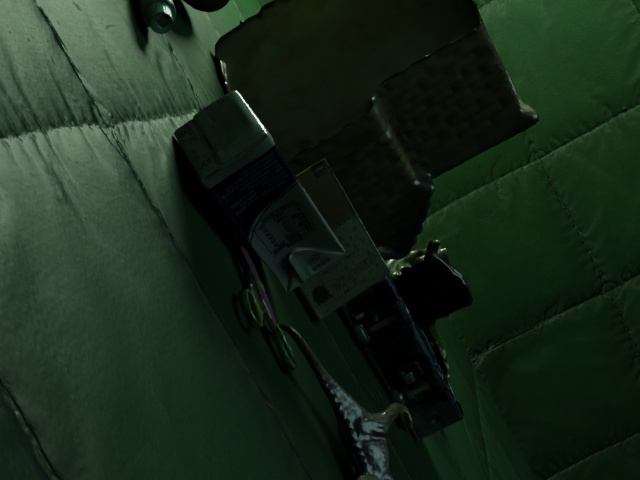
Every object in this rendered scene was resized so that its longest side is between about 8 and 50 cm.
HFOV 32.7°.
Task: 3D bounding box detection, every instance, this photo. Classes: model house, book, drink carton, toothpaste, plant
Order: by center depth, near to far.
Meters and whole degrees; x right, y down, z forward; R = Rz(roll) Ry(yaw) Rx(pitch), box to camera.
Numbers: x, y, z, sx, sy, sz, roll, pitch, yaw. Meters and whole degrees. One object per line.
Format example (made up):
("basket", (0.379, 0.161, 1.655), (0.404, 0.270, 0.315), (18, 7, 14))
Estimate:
("drink carton", (-0.072, -0.059, 1.366), (0.222, 0.102, 0.134), (54, -1, -38))
("book", (0.000, 0.000, 1.574), (0.198, 0.138, 0.016), (60, -19, -9))
("toothpaste", (-0.249, -0.374, 1.588), (0.074, 0.048, 0.297), (56, 7, -36))
("model house", (0.112, -0.228, 1.904), (0.400, 0.445, 0.395), (51, 12, -44))
("plant", (0.191, 0.166, 2.255), (0.251, 0.180, 0.333), (-48, 133, -53))

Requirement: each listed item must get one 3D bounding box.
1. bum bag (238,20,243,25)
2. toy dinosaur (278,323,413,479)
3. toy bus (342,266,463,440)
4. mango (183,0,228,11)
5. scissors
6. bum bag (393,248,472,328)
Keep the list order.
("bum bag", (-0.136, -0.357, 2.174), (0.087, 0.049, 0.197), (92, -21, -55))
("toy dinosaur", (0.045, 0.223, 1.312), (0.200, 0.072, 0.251), (20, 57, -63))
("toy bus", (0.136, 0.187, 1.867), (0.297, 0.106, 0.131), (61, 6, -16))
("mango", (-0.220, -0.488, 1.764), (0.329, 0.176, 0.176), (79, 14, -51))
("scissors", (-0.076, 0.061, 1.301), (0.133, 0.020, 0.187), (56, 8, -46))
("bum bag", (0.162, 0.103, 1.936), (0.123, 0.248, 0.060), (49, 53, -7))
